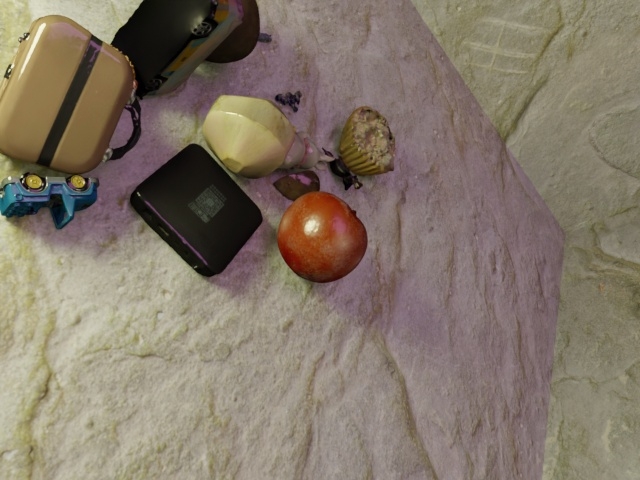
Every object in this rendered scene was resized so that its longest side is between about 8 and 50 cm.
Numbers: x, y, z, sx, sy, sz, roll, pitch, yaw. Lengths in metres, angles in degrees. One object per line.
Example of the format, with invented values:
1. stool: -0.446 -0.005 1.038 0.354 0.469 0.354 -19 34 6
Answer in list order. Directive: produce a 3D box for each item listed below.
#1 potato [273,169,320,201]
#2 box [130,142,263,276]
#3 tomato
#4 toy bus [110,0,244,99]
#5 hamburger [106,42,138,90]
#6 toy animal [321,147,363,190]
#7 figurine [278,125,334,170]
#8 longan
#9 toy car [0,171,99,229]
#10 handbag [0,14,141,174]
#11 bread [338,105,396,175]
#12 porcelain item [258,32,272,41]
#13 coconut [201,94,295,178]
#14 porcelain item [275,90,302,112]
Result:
1. potato: -0.054 -0.176 1.563 0.172 0.089 0.100 -15 82 -50
2. box: -0.309 -0.083 1.265 0.290 0.073 0.289 48 42 -15
3. tomato: 0.000 0.000 1.402 0.265 0.265 0.265 23 54 -36
4. toy bus: -0.356 -0.536 1.230 0.171 0.386 0.162 60 36 -4
5. hamburger: -0.549 -0.411 1.165 0.210 0.116 0.173 -16 79 -50
6. toy animal: 0.074 -0.262 1.759 0.202 0.070 0.105 50 -2 -2
7. figurine: -0.074 -0.294 1.583 0.155 0.127 0.235 40 24 32
8. longan: -0.334 -0.677 1.407 0.350 0.288 0.288 46 43 -21
9. toy car: -0.553 -0.079 0.993 0.191 0.097 0.100 -9 81 -47
10. handbag: -0.513 -0.281 1.027 0.283 0.149 0.301 25 84 -41
11. bread: 0.182 -0.376 1.871 0.274 0.149 0.274 23 58 -42
12. porcelain item: -0.214 -0.738 1.756 0.083 0.028 0.036 -8 58 -46
13. coconut: -0.206 -0.292 1.365 0.259 0.259 0.259 23 54 -36
14. porcelain item: -0.102 -0.495 1.741 0.136 0.021 0.075 -29 95 -49
